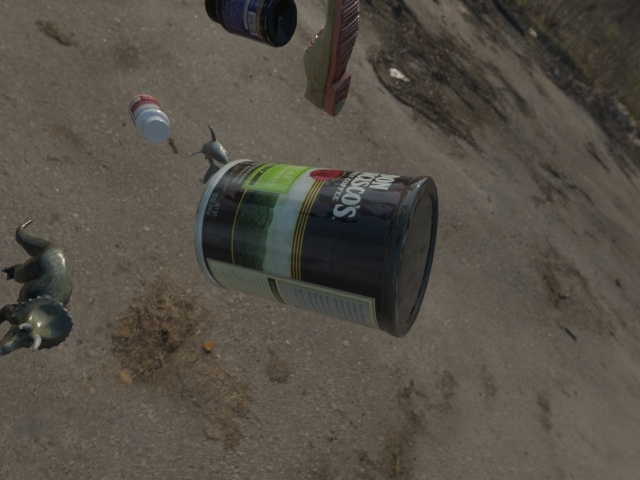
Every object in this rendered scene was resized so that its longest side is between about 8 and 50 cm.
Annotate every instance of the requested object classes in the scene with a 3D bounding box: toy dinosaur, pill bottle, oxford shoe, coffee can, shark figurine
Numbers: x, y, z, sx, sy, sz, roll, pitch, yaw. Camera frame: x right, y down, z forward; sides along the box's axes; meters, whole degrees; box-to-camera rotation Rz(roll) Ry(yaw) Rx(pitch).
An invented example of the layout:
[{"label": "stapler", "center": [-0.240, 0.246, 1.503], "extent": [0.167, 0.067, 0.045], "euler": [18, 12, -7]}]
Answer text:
[{"label": "toy dinosaur", "center": [-0.503, 0.088, 0.731], "extent": [0.121, 0.160, 0.313], "euler": [52, 19, -48]}, {"label": "pill bottle", "center": [-0.457, -0.324, 1.085], "extent": [0.086, 0.086, 0.152], "euler": [-1, 38, -38]}, {"label": "oxford shoe", "center": [0.014, -0.553, 1.169], "extent": [0.147, 0.397, 0.140], "euler": [27, 50, 15]}, {"label": "coffee can", "center": [0.000, 0.000, 0.557], "extent": [0.275, 0.201, 0.201], "euler": [10, 37, 25]}, {"label": "shark figurine", "center": [-0.424, -0.311, 1.494], "extent": [0.116, 0.278, 0.166], "euler": [-29, 95, -20]}, {"label": "pill bottle", "center": [-0.175, -0.562, 0.994], "extent": [0.219, 0.122, 0.123], "euler": [29, 38, 24]}]
